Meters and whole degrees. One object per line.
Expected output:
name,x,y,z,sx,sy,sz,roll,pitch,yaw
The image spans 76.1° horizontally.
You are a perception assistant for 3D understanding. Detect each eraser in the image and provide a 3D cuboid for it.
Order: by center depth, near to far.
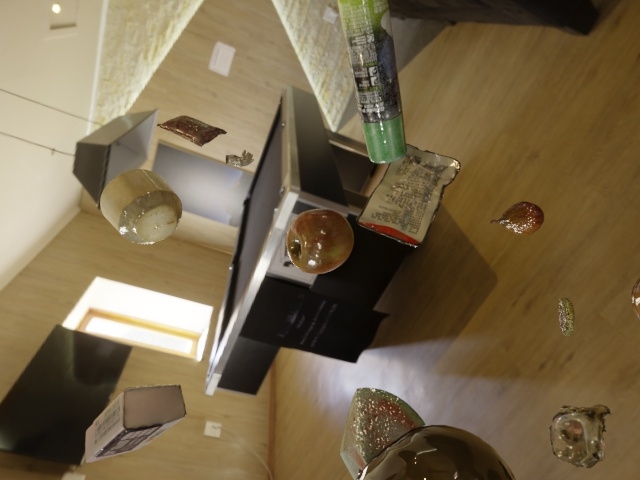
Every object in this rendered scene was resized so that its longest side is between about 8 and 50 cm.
eraser,-0.420,0.411,0.911,0.287,0.130,0.086,-43,54,37

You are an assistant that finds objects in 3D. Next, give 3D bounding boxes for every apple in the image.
apple,0.000,0.000,1.172,0.188,0.174,0.188,28,123,56

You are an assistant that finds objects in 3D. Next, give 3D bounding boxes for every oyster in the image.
oyster,0.736,0.535,1.141,0.191,0.081,0.163,-47,37,26

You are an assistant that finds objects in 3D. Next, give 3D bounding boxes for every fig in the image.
fig,0.634,-0.080,1.325,0.119,0.153,0.119,18,-90,-80

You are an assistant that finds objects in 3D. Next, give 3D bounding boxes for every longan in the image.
longan,0.245,0.612,0.878,0.436,0.404,0.403,-10,-59,-77

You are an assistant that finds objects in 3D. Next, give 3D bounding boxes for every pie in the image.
pie,0.526,0.163,0.877,0.084,0.020,0.084,-1,-90,-70

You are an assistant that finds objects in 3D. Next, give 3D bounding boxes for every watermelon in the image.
watermelon,0.173,0.571,1.187,0.320,0.289,0.214,-19,2,23

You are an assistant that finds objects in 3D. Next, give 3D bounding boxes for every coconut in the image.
coconut,-0.530,-0.104,1.209,0.222,0.202,0.202,41,120,28

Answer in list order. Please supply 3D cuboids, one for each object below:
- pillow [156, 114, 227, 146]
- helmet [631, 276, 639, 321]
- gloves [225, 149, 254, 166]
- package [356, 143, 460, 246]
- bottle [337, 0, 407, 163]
pillow,-0.363,-0.318,1.156,0.118,0.185,0.043,-41,-30,-44
helmet,0.922,0.179,1.084,0.130,0.224,0.198,-32,-4,-2
gloves,-0.194,-0.189,0.955,0.044,0.081,0.037,17,121,63
package,0.198,-0.106,0.911,0.232,0.166,0.040,-63,-28,-10
bottle,0.112,-0.322,0.831,0.093,0.093,0.330,-96,-9,-56
